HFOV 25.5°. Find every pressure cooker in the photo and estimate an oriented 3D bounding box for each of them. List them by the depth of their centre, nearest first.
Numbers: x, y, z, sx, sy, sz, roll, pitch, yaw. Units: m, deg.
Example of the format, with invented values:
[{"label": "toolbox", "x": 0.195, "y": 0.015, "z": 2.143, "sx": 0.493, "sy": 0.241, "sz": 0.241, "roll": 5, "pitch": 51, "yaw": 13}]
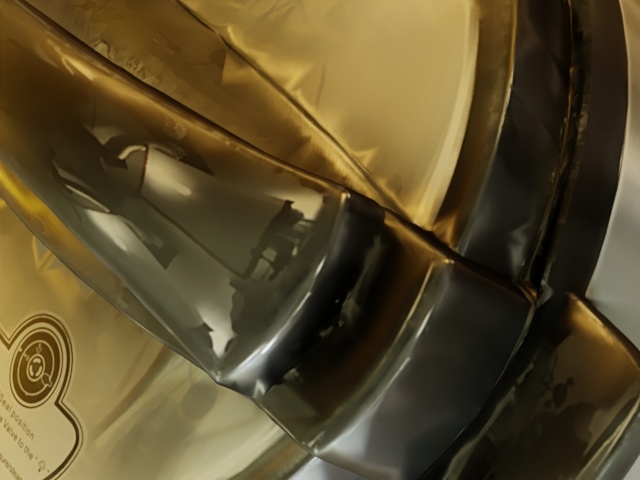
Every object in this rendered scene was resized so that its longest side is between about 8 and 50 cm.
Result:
[{"label": "pressure cooker", "x": 0.002, "y": -0.006, "z": 0.636, "sx": 0.370, "sy": 0.420, "sz": 0.375, "roll": -15, "pitch": 62, "yaw": 34}]
